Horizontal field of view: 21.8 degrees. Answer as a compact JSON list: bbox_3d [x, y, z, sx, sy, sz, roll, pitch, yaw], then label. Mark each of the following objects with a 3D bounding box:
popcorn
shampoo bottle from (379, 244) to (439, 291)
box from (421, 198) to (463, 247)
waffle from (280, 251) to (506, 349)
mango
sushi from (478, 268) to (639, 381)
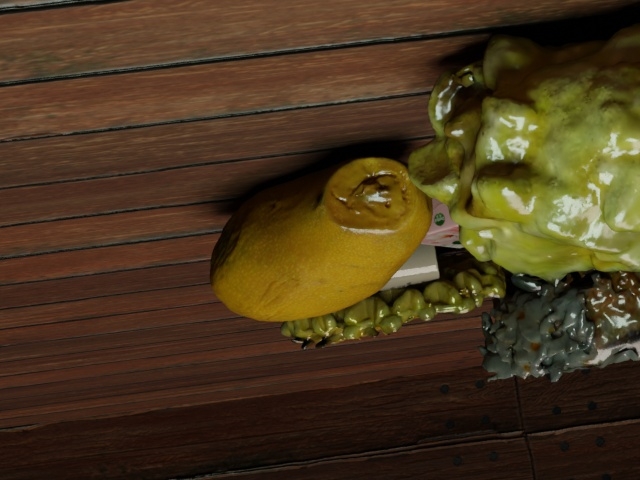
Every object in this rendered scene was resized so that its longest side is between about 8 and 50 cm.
[{"bbox_3d":[0.215,-0.072,1.384,0.252,0.215,0.286,-8,174,-31],"label":"popcorn"},{"bbox_3d":[0.021,0.037,2.116,0.257,0.078,0.127,-8,179,4],"label":"shampoo bottle"},{"bbox_3d":[0.165,-0.024,2.004,0.089,0.043,0.125,-17,165,39],"label":"box"},{"bbox_3d":[0.106,0.073,2.238,0.329,0.062,0.329,-16,-174,2],"label":"waffle"},{"bbox_3d":[0.004,-0.001,1.762,0.187,0.144,0.359,-3,165,-38],"label":"mango"},{"bbox_3d":[0.430,0.102,2.504,0.417,0.176,0.417,-12,175,-1],"label":"sushi"}]
